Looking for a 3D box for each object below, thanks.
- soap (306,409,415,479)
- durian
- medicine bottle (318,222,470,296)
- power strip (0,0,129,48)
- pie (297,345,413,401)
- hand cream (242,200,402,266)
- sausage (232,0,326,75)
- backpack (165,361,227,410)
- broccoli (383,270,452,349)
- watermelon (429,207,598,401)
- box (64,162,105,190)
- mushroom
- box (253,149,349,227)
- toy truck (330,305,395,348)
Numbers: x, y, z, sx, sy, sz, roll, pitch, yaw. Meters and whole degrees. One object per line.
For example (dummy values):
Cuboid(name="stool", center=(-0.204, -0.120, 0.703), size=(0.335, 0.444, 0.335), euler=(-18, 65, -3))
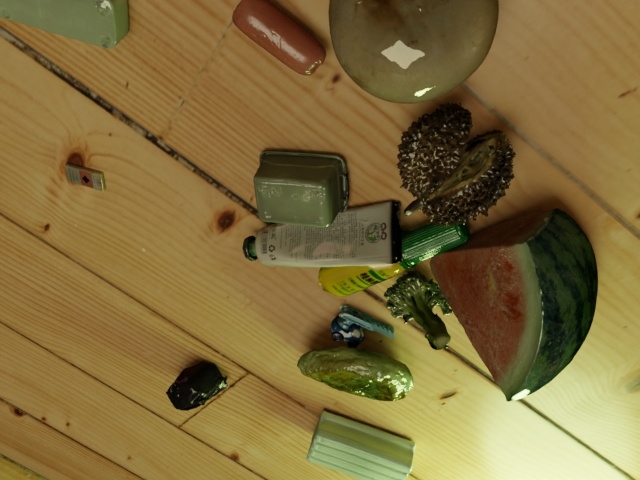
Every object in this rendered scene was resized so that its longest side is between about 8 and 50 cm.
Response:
Cuboid(name="soap", center=(0.107, 0.571, 1.664), size=(0.265, 0.087, 0.159), euler=(18, 134, 3))
Cuboid(name="durian", center=(0.199, -0.109, 0.954), size=(0.196, 0.167, 0.196), euler=(1, 97, 7))
Cuboid(name="medicine bottle", center=(0.136, 0.028, 1.167), size=(0.309, 0.076, 0.111), euler=(-26, 154, 31))
Cuboid(name="power strip", center=(-0.507, -0.415, 1.013), size=(0.385, 0.062, 0.091), euler=(17, 134, 4))
Cuboid(name="pie", center=(0.077, 0.311, 1.408), size=(0.277, 0.078, 0.277), euler=(7, 153, 4))
Cuboid(name="hand cream", center=(0.000, 0.000, 1.181), size=(0.336, 0.121, 0.076), euler=(-7, 162, 29))
Cuboid(name="sausage", center=(-0.062, -0.314, 0.942), size=(0.154, 0.062, 0.062), euler=(35, 133, -12))
Cuboid(name="backpack", center=(-0.346, 0.395, 1.657), size=(0.165, 0.120, 0.106), euler=(-26, 97, 36))
Cuboid(name="broccoli", center=(0.199, 0.138, 1.169), size=(0.118, 0.204, 0.122), euler=(-33, 117, 4))
Cuboid(name="watermelon", center=(0.326, 0.101, 1.052), size=(0.293, 0.250, 0.283), euler=(-8, 122, 21))
Cuboid(name="box", center=(-0.498, -0.134, 1.298), size=(0.083, 0.012, 0.046), euler=(16, 133, 7))
Cuboid(name="mushroom", center=(0.121, -0.300, 0.827), size=(0.226, 0.178, 0.226), euler=(0, 102, 2))
Cuboid(name="box", center=(-0.041, -0.089, 1.111), size=(0.172, 0.093, 0.124), euler=(5, 127, 16))
Cuboid(name="toy truck", center=(0.091, 0.201, 1.359), size=(0.136, 0.063, 0.074), euler=(25, 118, -9))
